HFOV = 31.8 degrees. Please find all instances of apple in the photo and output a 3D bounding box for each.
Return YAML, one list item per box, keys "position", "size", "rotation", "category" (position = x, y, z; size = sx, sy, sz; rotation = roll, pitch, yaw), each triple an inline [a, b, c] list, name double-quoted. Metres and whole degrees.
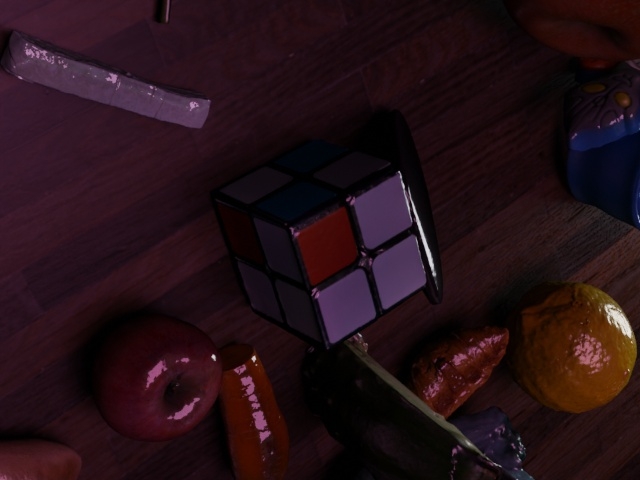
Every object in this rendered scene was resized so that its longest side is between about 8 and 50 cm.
- position: [-0.194, 0.158, 1.309]
  size: [0.153, 0.120, 0.153]
  rotation: [-16, 120, -31]
  category: "apple"
- position: [0.374, -0.376, 1.424]
  size: [0.319, 0.319, 0.277]
  rotation: [10, 84, -38]
  category: "apple"

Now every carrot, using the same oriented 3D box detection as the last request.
- position: [-0.086, 0.227, 1.436]
  size: [0.087, 0.087, 0.193]
  rotation: [-20, 114, -31]
  category: "carrot"

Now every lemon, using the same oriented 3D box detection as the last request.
- position: [0.374, 0.160, 1.687]
  size: [0.231, 0.192, 0.192]
  rotation: [39, 80, -31]
  category: "lemon"

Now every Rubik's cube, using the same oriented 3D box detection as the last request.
- position: [-0.001, 0.000, 1.362]
  size: [0.167, 0.183, 0.180]
  rotation: [-31, 123, -26]
  category: "Rubik's cube"

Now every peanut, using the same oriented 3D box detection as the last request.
- position: [-0.340, 0.261, 1.266]
  size: [0.152, 0.076, 0.076]
  rotation: [4, 103, -35]
  category: "peanut"

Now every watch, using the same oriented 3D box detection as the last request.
- position: [0.471, -0.135, 1.656]
  size: [0.305, 0.241, 0.274]
  rotation: [-28, 134, -27]
  category: "watch"

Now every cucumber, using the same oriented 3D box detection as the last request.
- position: [0.084, 0.236, 1.416]
  size: [0.105, 0.325, 0.145]
  rotation: [20, 99, -39]
  category: "cucumber"

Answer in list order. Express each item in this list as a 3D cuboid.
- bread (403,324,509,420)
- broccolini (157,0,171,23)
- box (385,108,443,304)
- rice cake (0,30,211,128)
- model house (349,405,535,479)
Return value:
- position: [0.172, 0.198, 1.620]
  size: [0.233, 0.076, 0.105]
  rotation: [-47, 130, -4]
  category: "bread"
- position: [-0.170, -0.344, 1.218]
  size: [0.042, 0.044, 0.218]
  rotation: [-14, 119, -49]
  category: "broccolini"
- position: [0.118, -0.044, 1.443]
  size: [0.042, 0.201, 0.212]
  rotation: [-13, 122, 10]
  category: "box"
- position: [-0.228, -0.170, 1.222]
  size: [0.245, 0.042, 0.045]
  rotation: [15, 108, -40]
  category: "rice cake"
- position: [0.216, 0.448, 1.550]
  size: [0.295, 0.329, 0.251]
  rotation: [-7, 130, -36]
  category: "model house"
